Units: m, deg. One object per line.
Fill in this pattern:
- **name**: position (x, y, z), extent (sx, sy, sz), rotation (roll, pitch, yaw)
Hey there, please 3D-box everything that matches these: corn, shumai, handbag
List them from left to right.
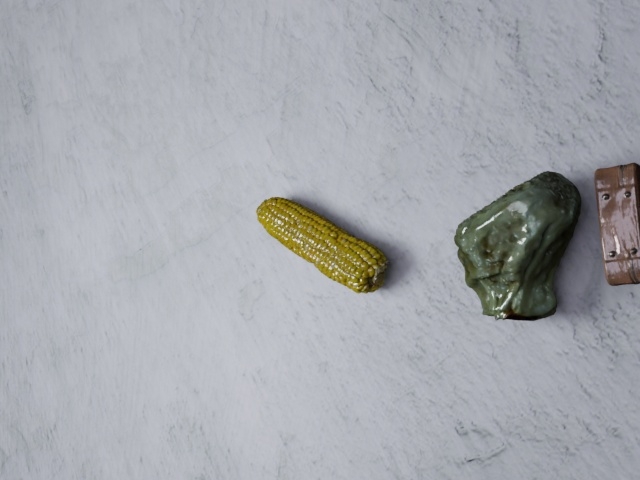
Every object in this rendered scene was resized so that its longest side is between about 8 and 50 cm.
- **corn**: position (0.001, 0.003, 2.063), extent (0.313, 0.102, 0.102), rotation (34, 104, 32)
- **shumai**: position (0.358, 0.013, 1.788), extent (0.222, 0.225, 0.260), rotation (57, 153, 9)
- **handbag**: position (0.502, -0.022, 1.735), extent (0.072, 0.151, 0.193), rotation (-9, 81, 27)
